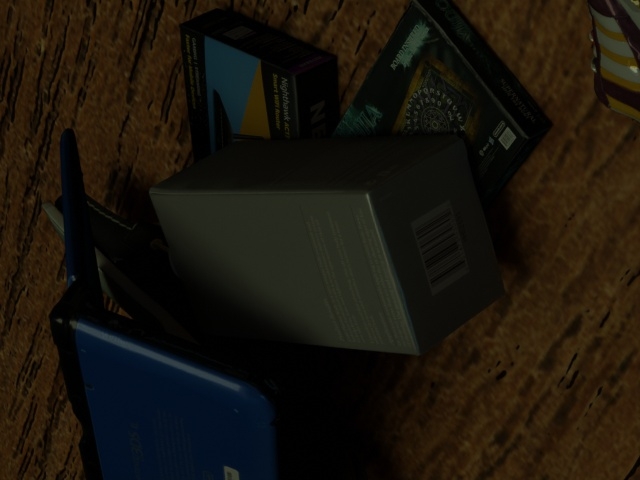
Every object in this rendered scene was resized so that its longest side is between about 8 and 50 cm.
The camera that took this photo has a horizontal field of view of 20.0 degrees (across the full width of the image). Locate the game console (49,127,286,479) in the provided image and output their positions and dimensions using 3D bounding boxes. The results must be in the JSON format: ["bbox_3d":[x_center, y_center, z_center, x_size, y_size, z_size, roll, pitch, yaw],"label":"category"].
[{"bbox_3d":[-0.113,0.093,1.401,0.250,0.173,0.293,19,146,14],"label":"game console"}]

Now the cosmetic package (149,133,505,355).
[{"bbox_3d":[0.000,0.000,1.280,0.238,0.107,0.127,6,121,49],"label":"cosmetic package"}]

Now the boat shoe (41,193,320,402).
[{"bbox_3d":[-0.122,0.040,1.556,0.302,0.091,0.114,41,169,26],"label":"boat shoe"}]

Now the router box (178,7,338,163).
[{"bbox_3d":[-0.044,-0.076,1.398,0.133,0.046,0.179,27,134,39],"label":"router box"}]

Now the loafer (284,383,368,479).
[{"bbox_3d":[-0.050,0.174,1.560,0.302,0.109,0.095,41,161,39],"label":"loafer"}]

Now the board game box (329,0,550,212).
[{"bbox_3d":[0.076,-0.072,1.258,0.126,0.026,0.186,53,146,14],"label":"board game box"}]

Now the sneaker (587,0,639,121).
[{"bbox_3d":[0.176,-0.123,1.046,0.185,0.069,0.084,58,142,7],"label":"sneaker"}]
